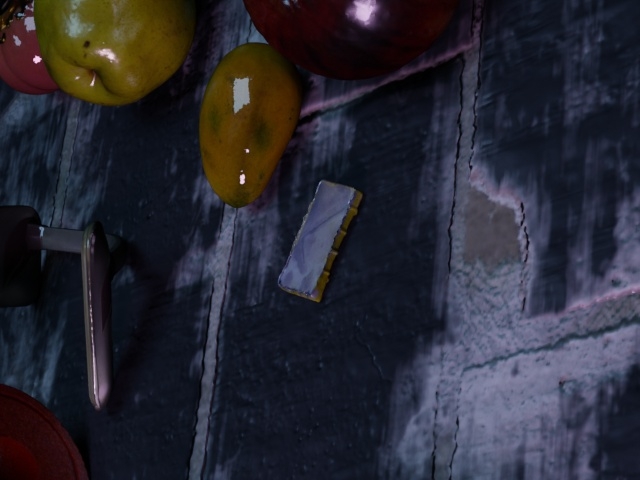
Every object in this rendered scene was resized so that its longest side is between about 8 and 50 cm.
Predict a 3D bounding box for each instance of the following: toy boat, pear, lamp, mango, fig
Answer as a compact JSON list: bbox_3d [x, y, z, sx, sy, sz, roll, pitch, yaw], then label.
[{"bbox_3d":[0.000,0.000,1.846,0.063,0.016,0.115,18,83,54],"label":"toy boat"},{"bbox_3d":[-0.231,-0.248,2.138,0.198,0.198,0.198,-28,49,39],"label":"pear"},{"bbox_3d":[-0.336,-0.266,2.316,0.182,0.140,0.182,-26,55,44],"label":"lamp"},{"bbox_3d":[-0.282,0.068,2.103,0.283,0.124,0.203,9,97,50],"label":"lamp"},{"bbox_3d":[-0.076,-0.120,1.952,0.111,0.089,0.163,42,112,52],"label":"mango"},{"bbox_3d":[0.036,-0.263,1.815,0.235,0.214,0.235,-1,88,32],"label":"fig"}]

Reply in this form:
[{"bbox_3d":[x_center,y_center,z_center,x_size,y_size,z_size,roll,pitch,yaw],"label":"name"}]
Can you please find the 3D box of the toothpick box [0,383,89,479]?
[{"bbox_3d":[-0.420,0.311,2.029,0.333,0.204,0.204,-35,45,33],"label":"toothpick box"}]
